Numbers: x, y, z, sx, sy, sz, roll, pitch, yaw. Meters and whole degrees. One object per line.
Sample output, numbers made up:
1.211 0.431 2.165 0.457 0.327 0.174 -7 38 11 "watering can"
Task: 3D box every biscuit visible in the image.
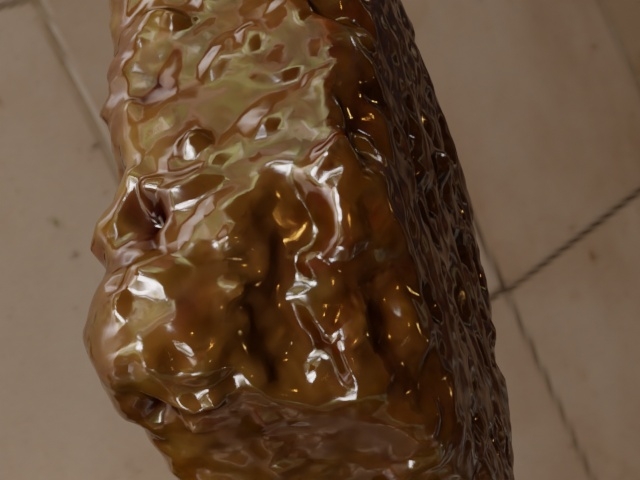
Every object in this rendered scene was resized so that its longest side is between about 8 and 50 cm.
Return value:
0.000 0.000 0.987 0.342 0.166 0.395 66 15 -48 "biscuit"
